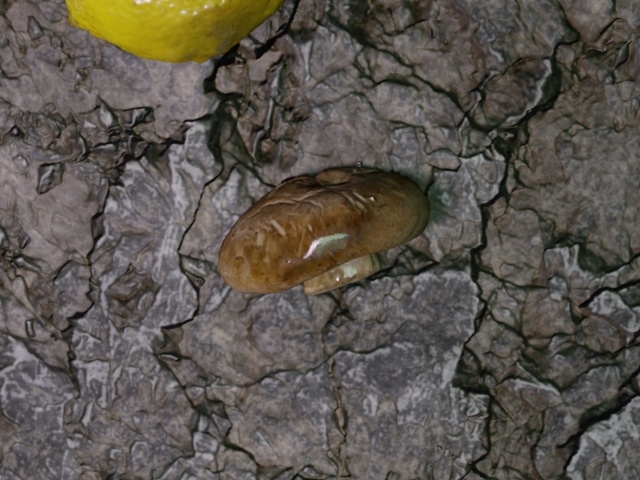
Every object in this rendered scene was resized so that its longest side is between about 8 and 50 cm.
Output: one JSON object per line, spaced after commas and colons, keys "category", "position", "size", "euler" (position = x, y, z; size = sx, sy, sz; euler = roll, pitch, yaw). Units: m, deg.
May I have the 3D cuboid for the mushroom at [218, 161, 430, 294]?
{"category": "mushroom", "position": [0.000, 0.000, 1.874], "size": [0.285, 0.151, 0.156], "euler": [-20, 102, 5]}

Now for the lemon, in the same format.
{"category": "lemon", "position": [-0.165, -0.341, 1.730], "size": [0.322, 0.268, 0.268], "euler": [-37, 101, 5]}
